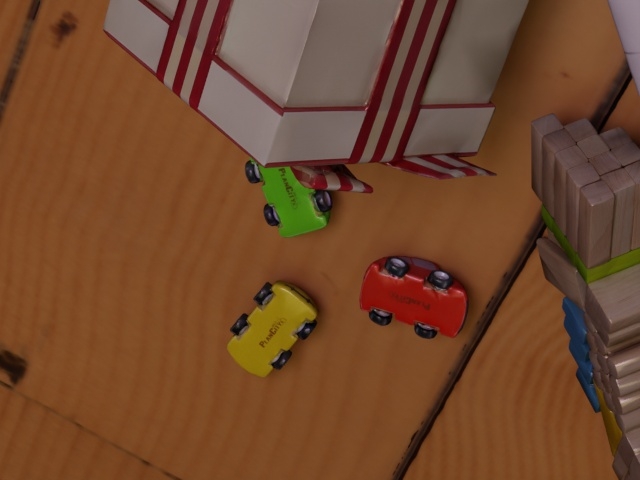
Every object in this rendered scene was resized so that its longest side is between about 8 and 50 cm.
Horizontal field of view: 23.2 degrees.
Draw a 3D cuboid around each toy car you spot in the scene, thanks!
[{"bbox_3d":[0.000,0.000,1.407,0.239,0.053,0.225,-14,107,22],"label":"toy car"}]

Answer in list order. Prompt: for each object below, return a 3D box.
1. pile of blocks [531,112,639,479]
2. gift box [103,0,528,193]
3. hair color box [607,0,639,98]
[{"bbox_3d":[0.272,0.049,1.323,0.112,0.149,0.362,-20,116,-9],"label":"pile of blocks"},{"bbox_3d":[0.024,-0.188,1.186,0.255,0.276,0.258,45,124,42],"label":"gift box"},{"bbox_3d":[0.351,-0.081,1.171,0.174,0.105,0.347,2,126,43],"label":"hair color box"}]
